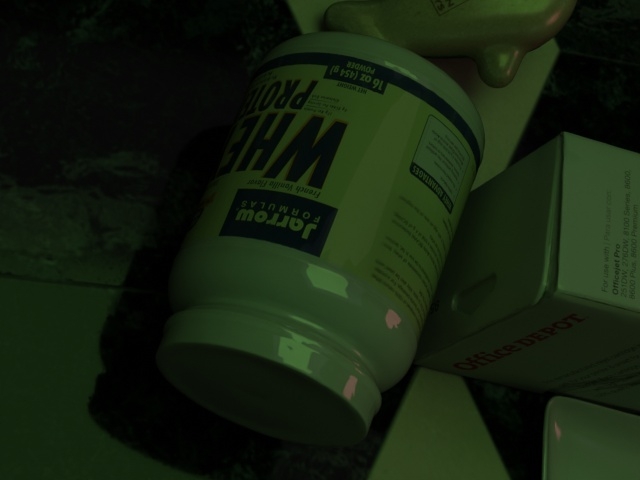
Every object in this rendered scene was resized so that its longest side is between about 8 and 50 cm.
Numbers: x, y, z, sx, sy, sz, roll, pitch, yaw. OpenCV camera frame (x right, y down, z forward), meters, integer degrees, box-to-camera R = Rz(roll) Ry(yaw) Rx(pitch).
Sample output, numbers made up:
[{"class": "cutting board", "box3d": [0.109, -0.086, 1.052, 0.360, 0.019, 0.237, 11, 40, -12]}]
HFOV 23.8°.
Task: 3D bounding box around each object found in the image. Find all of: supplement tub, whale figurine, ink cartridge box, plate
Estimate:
[{"class": "supplement tub", "box3d": [0.000, 0.000, 1.391, 0.235, 0.235, 0.325, 27, 64, -14]}, {"class": "whale figurine", "box3d": [0.140, -0.252, 1.616, 0.272, 0.141, 0.216, -29, 86, -4]}, {"class": "ink cartridge box", "box3d": [0.325, 0.058, 1.487, 0.394, 0.285, 0.166, 14, 68, -19]}, {"class": "plate", "box3d": [0.330, 0.319, 1.541, 0.278, 0.045, 0.277, 15, 69, -19]}]
